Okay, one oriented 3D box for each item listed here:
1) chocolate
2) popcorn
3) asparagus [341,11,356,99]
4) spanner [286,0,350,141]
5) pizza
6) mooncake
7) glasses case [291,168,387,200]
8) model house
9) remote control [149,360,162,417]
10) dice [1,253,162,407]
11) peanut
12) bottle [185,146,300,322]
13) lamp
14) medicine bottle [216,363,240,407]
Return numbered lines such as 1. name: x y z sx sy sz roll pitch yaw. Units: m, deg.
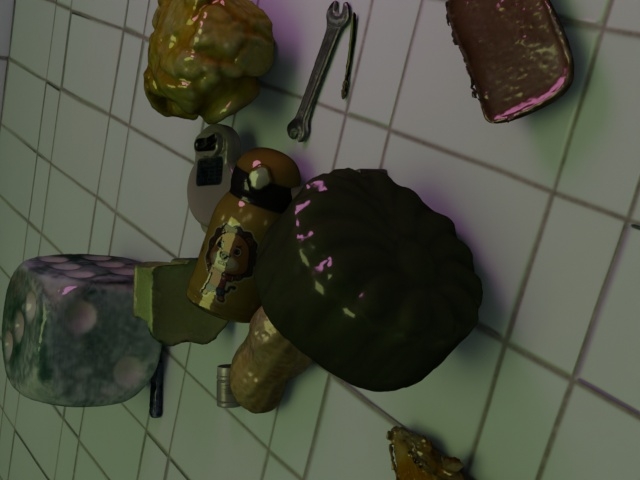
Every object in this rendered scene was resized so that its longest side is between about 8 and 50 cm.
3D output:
1. chocolate: 0.295 -0.304 1.255 0.161 0.083 0.262 -22 74 30
2. popcorn: -0.250 -0.403 1.734 0.294 0.292 0.334 56 170 -14
3. asparagus: 0.056 -0.356 1.589 0.016 0.013 0.166 8 100 7
4. spanner: -0.003 -0.336 1.657 0.071 0.017 0.302 41 120 42
5. pizza: 0.202 0.433 1.384 0.297 0.071 0.189 37 130 47
6. mooncake: 0.082 0.053 1.303 0.194 0.356 0.356 -56 51 36
7. glasses case: 0.034 -0.097 1.574 0.205 0.070 0.047 -12 85 49
8. model house: -0.323 0.128 1.911 0.189 0.214 0.195 15 108 57
9. remote control: -0.433 0.391 2.166 0.043 0.027 0.153 2 90 59
10. dice: -0.619 0.220 2.139 0.328 0.330 0.348 19 101 52
11. peanut: -0.103 0.240 1.695 0.149 0.149 0.313 57 133 32
12. bottle: -0.150 -0.021 1.698 0.171 0.171 0.351 31 107 45
13. lamp: -0.215 -0.136 1.836 0.179 0.108 0.246 1 95 39
14. medicine bottle: -0.207 0.330 1.872 0.058 0.058 0.091 2 92 50
